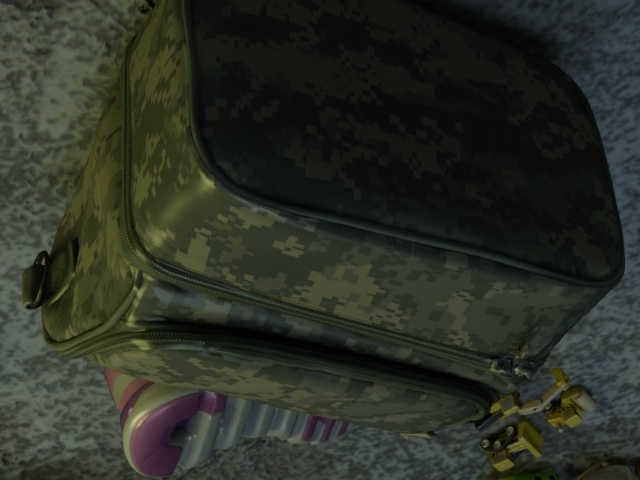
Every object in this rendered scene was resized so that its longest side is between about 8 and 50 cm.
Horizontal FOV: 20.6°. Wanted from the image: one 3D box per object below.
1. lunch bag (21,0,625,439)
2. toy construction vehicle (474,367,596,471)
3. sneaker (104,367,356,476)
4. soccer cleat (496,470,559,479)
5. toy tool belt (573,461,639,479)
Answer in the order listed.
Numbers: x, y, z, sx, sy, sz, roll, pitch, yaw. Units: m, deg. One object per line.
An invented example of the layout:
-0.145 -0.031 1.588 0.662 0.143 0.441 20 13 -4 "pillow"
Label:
0.000 0.000 1.080 0.305 0.212 0.256 14 139 -25 "lunch bag"
0.161 0.141 1.370 0.098 0.035 0.086 -27 134 17 "toy construction vehicle"
-0.052 0.089 1.244 0.236 0.104 0.095 -6 129 -37 "sneaker"
0.161 0.259 1.480 0.072 0.060 0.179 -10 137 -19 "soccer cleat"
0.237 0.209 1.448 0.083 0.052 0.051 -17 153 -35 "toy tool belt"
